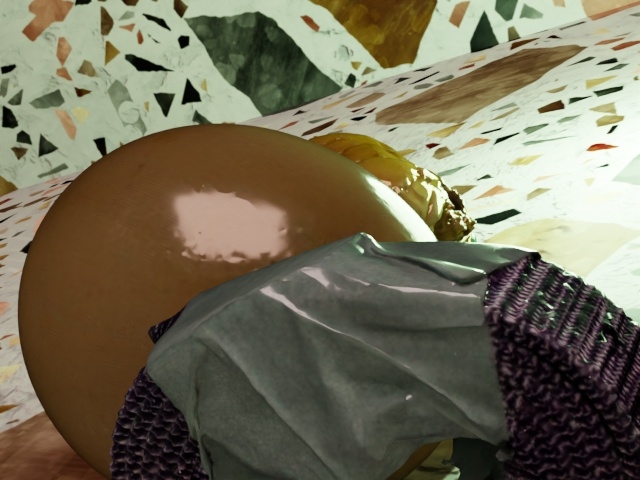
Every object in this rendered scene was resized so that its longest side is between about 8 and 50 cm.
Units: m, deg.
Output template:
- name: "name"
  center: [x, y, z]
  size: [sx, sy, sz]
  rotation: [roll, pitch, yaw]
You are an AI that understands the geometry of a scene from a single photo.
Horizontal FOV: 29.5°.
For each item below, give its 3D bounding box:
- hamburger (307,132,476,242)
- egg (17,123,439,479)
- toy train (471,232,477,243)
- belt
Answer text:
- name: "hamburger"
  center: [0.000, 0.000, 1.236]
  size: [0.318, 0.158, 0.319]
  rotation: [-26, 25, 13]
- name: "egg"
  center: [-0.060, 0.065, 0.926]
  size: [0.374, 0.301, 0.301]
  rotation: [22, 41, 38]
- name: "toy train"
  center: [0.112, 0.025, 1.300]
  size: [0.122, 0.050, 0.081]
  rotation: [-21, 29, 6]
- name: "belt"
  center: [0.034, 0.128, 0.679]
  size: [0.325, 0.260, 0.122]
  rotation: [-22, 12, 30]
